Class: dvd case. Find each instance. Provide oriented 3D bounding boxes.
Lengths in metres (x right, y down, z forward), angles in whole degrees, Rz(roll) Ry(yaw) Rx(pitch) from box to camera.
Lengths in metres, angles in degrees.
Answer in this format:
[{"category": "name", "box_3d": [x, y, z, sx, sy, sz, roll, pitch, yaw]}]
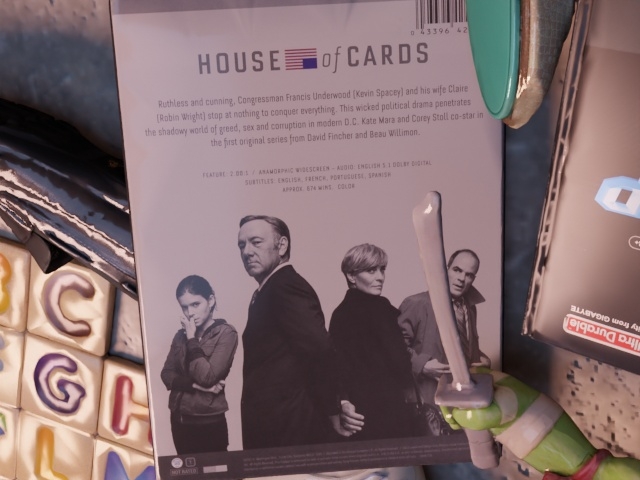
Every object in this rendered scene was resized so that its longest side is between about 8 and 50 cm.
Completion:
[{"category": "dvd case", "box_3d": [0.000, 0.000, 0.400, 0.179, 0.029, 0.239, -3, 103, -3]}]

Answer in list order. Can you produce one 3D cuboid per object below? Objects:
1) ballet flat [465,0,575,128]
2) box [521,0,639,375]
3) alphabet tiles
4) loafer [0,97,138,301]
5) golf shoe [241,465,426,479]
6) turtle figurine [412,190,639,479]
[{"category": "ballet flat", "box_3d": [0.084, -0.132, 0.337, 0.052, 0.057, 0.168, -8, 86, -9]}, {"category": "box", "box_3d": [0.196, -0.013, 0.297, 0.220, 0.051, 0.175, 19, 121, 28]}, {"category": "alphabet tiles", "box_3d": [-0.234, 0.155, 0.570, 0.285, 0.011, 0.342, 16, 110, 14]}, {"category": "loafer", "box_3d": [-0.143, -0.019, 0.452, 0.223, 0.076, 0.078, 26, 105, 5]}, {"category": "golf shoe", "box_3d": [-0.021, 0.146, 0.479, 0.176, 0.069, 0.086, -9, 86, 15]}, {"category": "turtle figurine", "box_3d": [0.058, 0.145, 0.320, 0.266, 0.274, 0.198, -55, 43, 19]}]
